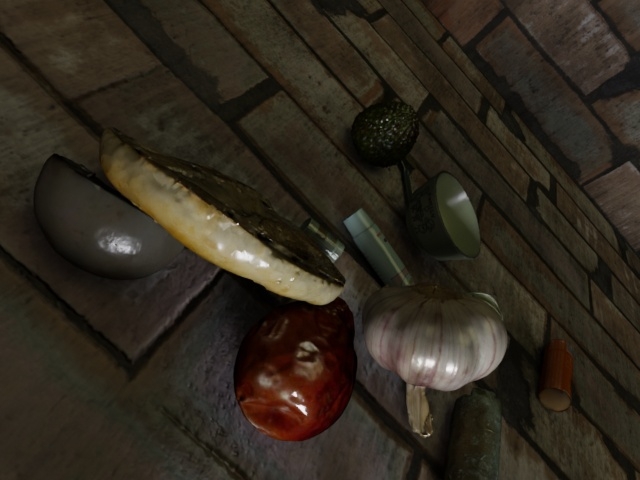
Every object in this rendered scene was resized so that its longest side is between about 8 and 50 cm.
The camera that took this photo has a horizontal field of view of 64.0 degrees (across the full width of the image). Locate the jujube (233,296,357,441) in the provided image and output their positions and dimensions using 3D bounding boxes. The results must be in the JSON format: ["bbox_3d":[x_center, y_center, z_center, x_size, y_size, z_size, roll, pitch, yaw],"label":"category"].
[{"bbox_3d":[-0.019,0.156,0.698,0.168,0.168,0.236,50,33,-3],"label":"jujube"}]

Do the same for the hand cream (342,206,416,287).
[{"bbox_3d":[0.155,0.083,1.033,0.331,0.058,0.085,57,19,-2],"label":"hand cream"}]

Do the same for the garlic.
[{"bbox_3d":[0.186,0.204,0.872,0.244,0.245,0.254,3,94,-45],"label":"garlic"}]

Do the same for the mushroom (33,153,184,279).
[{"bbox_3d":[-0.263,-0.018,0.624,0.188,0.141,0.117,39,72,-24],"label":"mushroom"}]

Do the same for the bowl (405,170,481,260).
[{"bbox_3d":[0.273,-0.044,1.185,0.211,0.112,0.212,29,50,-42],"label":"bowl"}]

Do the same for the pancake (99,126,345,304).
[{"bbox_3d":[-0.125,-0.032,0.696,0.386,0.082,0.387,35,6,-4],"label":"pancake"}]

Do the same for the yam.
[{"bbox_3d":[0.258,0.369,0.871,0.093,0.093,0.259,44,37,-10],"label":"yam"}]

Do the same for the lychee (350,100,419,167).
[{"bbox_3d":[0.156,-0.255,1.211,0.171,0.171,0.171,27,44,-29],"label":"lychee"}]

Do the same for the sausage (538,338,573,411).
[{"bbox_3d":[0.591,0.319,1.275,0.071,0.071,0.234,49,38,-4],"label":"sausage"}]

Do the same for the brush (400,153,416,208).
[{"bbox_3d":[0.227,-0.126,1.291,0.062,0.027,0.266,36,40,-35],"label":"brush"}]

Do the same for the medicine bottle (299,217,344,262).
[{"bbox_3d":[0.000,0.000,0.936,0.083,0.047,0.047,39,39,-15],"label":"medicine bottle"}]

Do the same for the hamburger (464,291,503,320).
[{"bbox_3d":[0.362,0.165,1.150,0.121,0.084,0.054,48,39,-2],"label":"hamburger"}]
